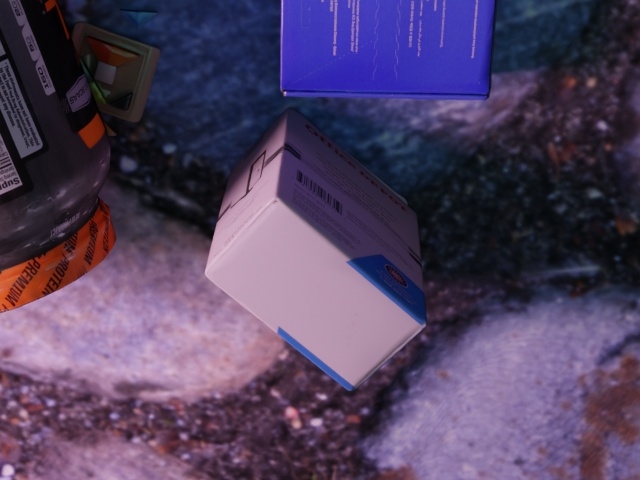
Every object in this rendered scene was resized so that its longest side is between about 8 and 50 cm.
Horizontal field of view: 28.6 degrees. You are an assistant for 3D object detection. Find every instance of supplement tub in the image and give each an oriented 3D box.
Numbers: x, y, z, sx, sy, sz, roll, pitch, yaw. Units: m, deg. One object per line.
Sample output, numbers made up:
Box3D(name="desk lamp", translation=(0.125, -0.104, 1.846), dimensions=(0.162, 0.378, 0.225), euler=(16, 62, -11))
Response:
Box3D(name="supplement tub", translation=(-0.284, -0.124, 0.926), dimensions=(0.207, 0.207, 0.338), euler=(-15, 112, 6))

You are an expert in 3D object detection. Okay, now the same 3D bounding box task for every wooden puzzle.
Box3D(name="wooden puzzle", translation=(-0.174, -0.135, 1.025), dimensions=(0.078, 0.014, 0.116), euler=(11, 111, -4))

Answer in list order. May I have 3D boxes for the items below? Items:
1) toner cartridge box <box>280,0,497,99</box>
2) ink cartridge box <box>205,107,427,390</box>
Box3D(name="toner cartridge box", translation=(0.053, -0.282, 0.932), dimensions=(0.165, 0.075, 0.348), euler=(1, 112, -2))
Box3D(name="ink cartridge box", translation=(0.000, 0.000, 0.978), dimensions=(0.148, 0.203, 0.086), euler=(39, 109, -14))
